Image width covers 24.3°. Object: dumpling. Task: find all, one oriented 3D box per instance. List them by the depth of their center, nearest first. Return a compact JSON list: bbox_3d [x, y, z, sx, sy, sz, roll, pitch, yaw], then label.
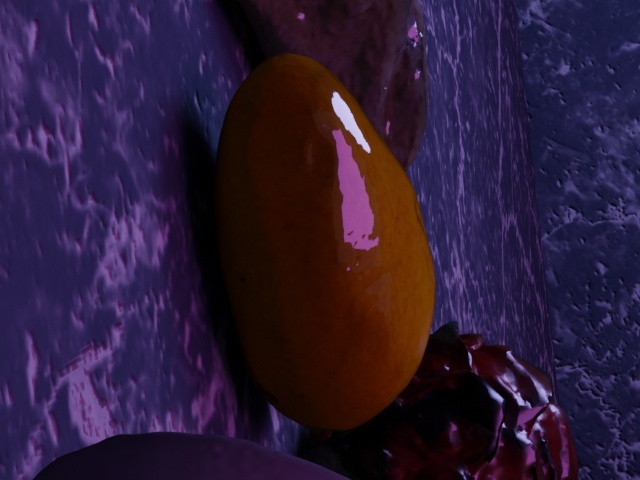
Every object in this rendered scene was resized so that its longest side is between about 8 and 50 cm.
[{"bbox_3d":[0.029,-0.112,0.991,0.166,0.086,0.332,-60,151,-33],"label":"dumpling"}]

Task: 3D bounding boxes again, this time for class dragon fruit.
[{"bbox_3d":[0.085,0.145,1.004,0.188,0.182,0.182,-61,144,-57],"label":"dragon fruit"}]

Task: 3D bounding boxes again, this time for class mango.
[{"bbox_3d":[0.000,0.000,0.849,0.147,0.109,0.227,-36,123,-46],"label":"mango"}]

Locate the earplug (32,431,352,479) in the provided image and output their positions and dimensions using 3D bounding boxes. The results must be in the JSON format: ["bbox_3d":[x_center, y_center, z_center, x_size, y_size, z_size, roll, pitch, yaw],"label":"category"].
[{"bbox_3d":[-0.059,0.229,0.452,0.301,0.172,0.172,-74,155,-42],"label":"earplug"}]
